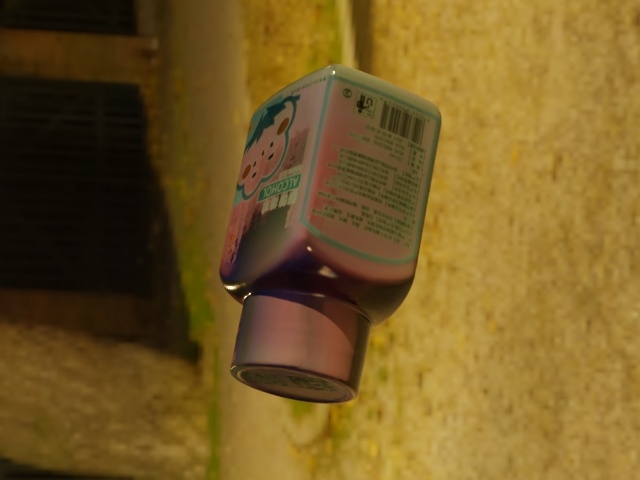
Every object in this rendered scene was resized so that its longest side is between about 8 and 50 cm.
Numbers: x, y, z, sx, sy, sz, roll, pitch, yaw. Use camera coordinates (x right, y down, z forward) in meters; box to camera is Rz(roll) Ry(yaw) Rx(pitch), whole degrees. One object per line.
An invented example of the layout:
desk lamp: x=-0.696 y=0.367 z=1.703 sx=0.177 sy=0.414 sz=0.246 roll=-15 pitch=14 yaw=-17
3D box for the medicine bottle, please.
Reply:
medicine bottle: x=0.000 y=0.000 z=1.000 sx=0.119 sy=0.094 sz=0.188 roll=-22 pitch=52 yaw=58
